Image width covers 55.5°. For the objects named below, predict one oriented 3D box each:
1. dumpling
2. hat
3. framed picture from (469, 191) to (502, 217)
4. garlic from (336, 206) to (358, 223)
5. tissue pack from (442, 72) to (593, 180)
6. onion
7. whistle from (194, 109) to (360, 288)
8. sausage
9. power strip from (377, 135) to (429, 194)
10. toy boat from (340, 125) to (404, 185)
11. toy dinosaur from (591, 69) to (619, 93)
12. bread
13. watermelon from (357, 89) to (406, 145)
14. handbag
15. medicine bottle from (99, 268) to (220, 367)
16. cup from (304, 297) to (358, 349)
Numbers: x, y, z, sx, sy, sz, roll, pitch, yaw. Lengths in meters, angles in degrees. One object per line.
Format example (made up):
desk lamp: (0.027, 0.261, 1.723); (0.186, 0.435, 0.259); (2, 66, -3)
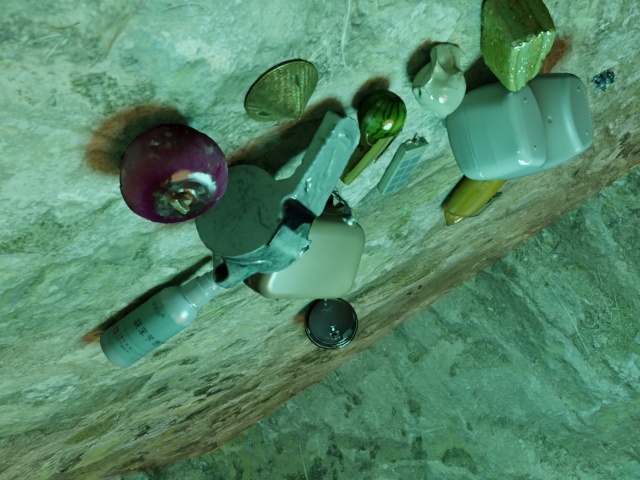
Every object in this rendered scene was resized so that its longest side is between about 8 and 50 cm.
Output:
dumpling: (0.249, -0.330, 1.241); (0.169, 0.100, 0.134); (26, 86, -41)
hat: (-0.052, -0.235, 1.054); (0.146, 0.067, 0.146); (-27, 159, -11)
framed picture: (0.568, -0.124, 2.225); (0.201, 0.010, 0.136); (-9, 149, -44)
garlic: (0.013, 0.004, 1.626); (0.245, 0.145, 0.164); (-40, 126, 17)
tissue pack: (0.456, -0.264, 1.435); (0.333, 0.229, 0.236); (-18, -174, -36)
onion: (-0.237, -0.103, 0.990); (0.177, 0.153, 0.177); (-34, 172, -5)
whistle: (-0.070, -0.076, 1.208); (0.405, 0.188, 0.168); (-32, 159, 9)
sausage: (0.481, -0.146, 1.929); (0.112, 0.112, 0.328); (-17, 155, -33)
power strip: (0.212, -0.191, 1.562); (0.080, 0.029, 0.227); (-20, 156, -27)
toy boat: (0.109, -0.205, 1.340); (0.088, 0.068, 0.226); (-21, 157, -46)
toy dinosaur: (0.823, -0.461, 1.764); (0.083, 0.047, 0.030); (-31, 161, -5)
bread: (0.382, -0.395, 1.192); (0.102, 0.138, 0.196); (-22, 160, 5)
watermelon: (0.118, -0.250, 1.216); (0.109, 0.109, 0.109); (-27, 159, -11)
handbag: (-0.030, -0.003, 1.427); (0.302, 0.149, 0.283); (5, 113, -42)
medicine bottle: (-0.368, 0.174, 1.479); (0.352, 0.110, 0.110); (-34, 159, 9)
cup: (0.039, 0.316, 2.271); (0.196, 0.196, 0.279); (-29, 168, -6)
